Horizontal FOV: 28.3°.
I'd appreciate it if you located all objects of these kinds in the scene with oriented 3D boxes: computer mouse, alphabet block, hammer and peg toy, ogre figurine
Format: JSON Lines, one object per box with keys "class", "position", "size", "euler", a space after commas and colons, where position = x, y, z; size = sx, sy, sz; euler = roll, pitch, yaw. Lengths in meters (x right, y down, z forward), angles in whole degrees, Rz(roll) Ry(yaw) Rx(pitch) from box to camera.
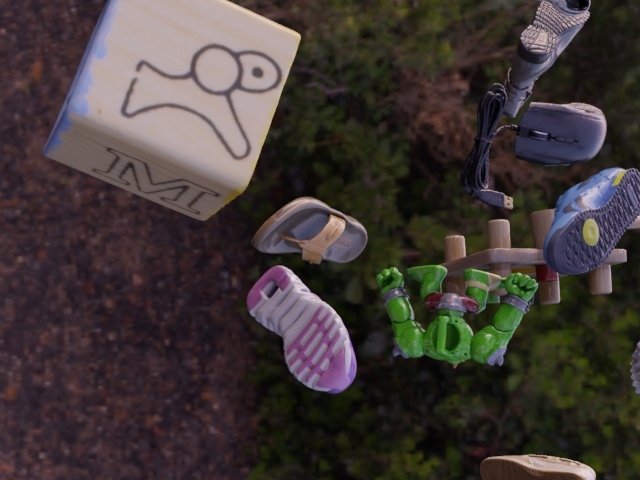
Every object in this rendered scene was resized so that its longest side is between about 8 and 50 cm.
{"class": "computer mouse", "position": [0.334, -0.126, 1.921], "size": [0.262, 0.060, 0.184], "euler": [7, 107, -33]}
{"class": "alphabet block", "position": [-0.161, -0.154, 1.354], "size": [0.197, 0.193, 0.192], "euler": [24, 75, -14]}
{"class": "hammer and peg toy", "position": [0.375, 0.036, 2.122], "size": [0.265, 0.361, 0.127], "euler": [0, 82, -18]}
{"class": "ogre figurine", "position": [0.161, 0.093, 1.571], "size": [0.097, 0.197, 0.118], "euler": [93, 7, -71]}

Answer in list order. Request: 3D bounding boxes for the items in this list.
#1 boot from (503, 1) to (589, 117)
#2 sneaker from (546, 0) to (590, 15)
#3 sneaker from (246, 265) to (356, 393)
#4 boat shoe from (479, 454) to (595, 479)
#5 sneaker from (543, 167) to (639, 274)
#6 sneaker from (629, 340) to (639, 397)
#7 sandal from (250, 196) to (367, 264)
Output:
{"class": "boot", "position": [0.389, -0.332, 2.287], "size": [0.246, 0.083, 0.161], "euler": [-45, 162, -43]}
{"class": "sneaker", "position": [0.239, -0.255, 1.288], "size": [0.083, 0.037, 0.032], "euler": [19, 90, -24]}
{"class": "sneaker", "position": [-0.005, 0.127, 1.690], "size": [0.095, 0.236, 0.104], "euler": [-47, 129, 5]}
{"class": "boat shoe", "position": [0.313, 0.337, 1.816], "size": [0.059, 0.170, 0.063], "euler": [-22, 112, -53]}
{"class": "sneaker", "position": [0.300, -0.019, 1.470], "size": [0.209, 0.082, 0.069], "euler": [-40, 115, -42]}
{"class": "sneaker", "position": [0.427, 0.143, 1.353], "size": [0.146, 0.102, 0.293], "euler": [-54, 134, -22]}
{"class": "sandal", "position": [0.000, 0.000, 1.330], "size": [0.072, 0.049, 0.180], "euler": [-52, 147, 16]}
